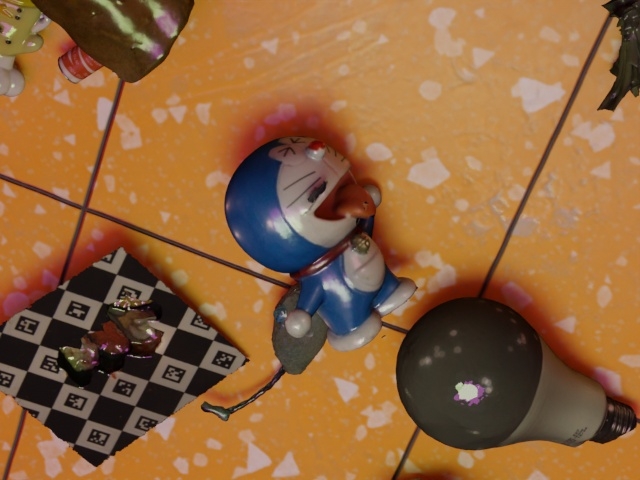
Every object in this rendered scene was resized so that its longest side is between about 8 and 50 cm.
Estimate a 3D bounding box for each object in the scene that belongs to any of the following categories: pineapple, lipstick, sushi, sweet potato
[{"bbox_3d":[0.322,-0.272,1.505,0.119,0.130,0.277,-21,112,-12],"label":"pineapple"},{"bbox_3d":[-0.246,-0.231,1.662,0.130,0.038,0.038,-29,108,22],"label":"lipstick"},{"bbox_3d":[-0.278,0.141,1.850,0.290,0.050,0.264,-34,120,21],"label":"sushi"},{"bbox_3d":[-0.290,-0.344,1.553,0.158,0.158,0.369,-39,105,24],"label":"sweet potato"}]

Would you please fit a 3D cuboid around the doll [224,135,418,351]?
[{"bbox_3d":[0.000,0.000,1.651,0.257,0.215,0.161,51,139,-12],"label":"doll"}]

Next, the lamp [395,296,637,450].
[{"bbox_3d":[0.228,0.192,1.735,0.314,0.182,0.182,35,119,-30],"label":"lamp"}]

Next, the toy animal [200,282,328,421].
[{"bbox_3d":[-0.051,0.142,1.800,0.079,0.070,0.253,40,120,6],"label":"toy animal"}]

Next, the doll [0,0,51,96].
[{"bbox_3d":[-0.375,-0.240,1.668,0.106,0.062,0.162,24,119,3],"label":"doll"}]

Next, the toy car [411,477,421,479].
[{"bbox_3d":[0.142,0.409,1.839,0.204,0.198,0.248,-12,152,10],"label":"toy car"}]
